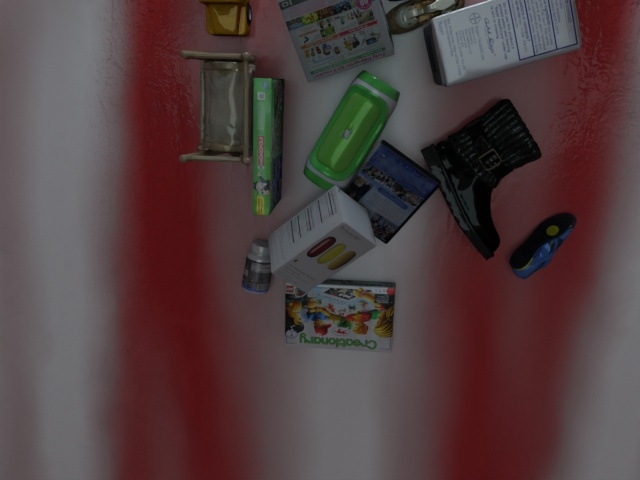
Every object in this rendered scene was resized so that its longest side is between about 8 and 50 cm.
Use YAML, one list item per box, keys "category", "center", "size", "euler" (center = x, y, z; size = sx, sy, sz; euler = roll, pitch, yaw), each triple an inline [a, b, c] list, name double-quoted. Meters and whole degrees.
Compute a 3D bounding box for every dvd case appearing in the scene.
- category: "dvd case"
  center: [0.165, -0.117, 1.538]
  size: [0.180, 0.022, 0.253]
  euler: [35, 132, -4]

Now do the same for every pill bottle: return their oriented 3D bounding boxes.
- category: "pill bottle"
  center: [-0.169, 0.072, 1.651]
  size: [0.078, 0.078, 0.137]
  euler: [13, 105, 3]

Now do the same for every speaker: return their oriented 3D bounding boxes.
- category: "speaker"
  center: [0.076, -0.269, 1.511]
  size: [0.131, 0.131, 0.297]
  euler: [31, 106, -3]

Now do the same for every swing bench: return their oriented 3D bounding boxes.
- category: "swing bench"
  center: [-0.239, -0.328, 1.468]
  size: [0.165, 0.255, 0.254]
  euler: [2, 106, -1]

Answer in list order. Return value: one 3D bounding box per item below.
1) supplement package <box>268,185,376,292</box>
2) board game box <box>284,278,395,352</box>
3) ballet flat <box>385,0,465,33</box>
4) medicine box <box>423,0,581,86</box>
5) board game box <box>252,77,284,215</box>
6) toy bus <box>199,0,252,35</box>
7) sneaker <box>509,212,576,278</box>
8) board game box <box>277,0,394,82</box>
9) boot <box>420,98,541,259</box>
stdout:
- category: "supplement package"
  center: [0.000, 0.000, 1.538]
  size: [0.244, 0.134, 0.139]
  euler: [-36, 132, 26]
- category: "board game box"
  center: [0.052, 0.207, 1.676]
  size: [0.304, 0.053, 0.193]
  euler: [2, 105, 5]
- category: "ballet flat"
  center: [0.246, -0.555, 1.446]
  size: [0.206, 0.067, 0.073]
  euler: [-18, 99, 10]
- category: "medicine box"
  center: [0.393, -0.459, 1.354]
  size: [0.289, 0.263, 0.149]
  euler: [-13, 104, 10]
- category: "board game box"
  center: [-0.128, -0.240, 1.495]
  size: [0.046, 0.213, 0.318]
  euler: [4, 105, 4]
- category: "toy bus"
  center: [-0.229, -0.667, 1.435]
  size: [0.108, 0.130, 0.333]
  euler: [3, 105, 5]
- category: "sneaker"
  center: [0.587, 0.016, 1.571]
  size: [0.209, 0.069, 0.082]
  euler: [-45, 129, 6]
- category: "board game box"
  center: [0.026, -0.554, 1.404]
  size: [0.223, 0.098, 0.304]
  euler: [-14, 120, 14]
- category: "boot"
  center: [0.436, -0.147, 1.501]
  size: [0.260, 0.131, 0.348]
  euler: [-27, 100, 12]
